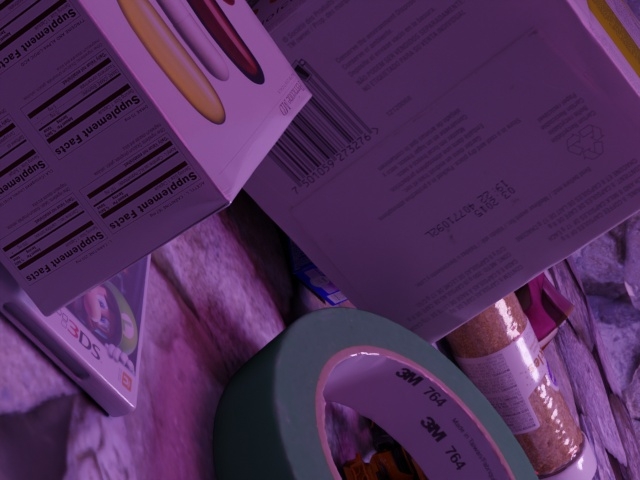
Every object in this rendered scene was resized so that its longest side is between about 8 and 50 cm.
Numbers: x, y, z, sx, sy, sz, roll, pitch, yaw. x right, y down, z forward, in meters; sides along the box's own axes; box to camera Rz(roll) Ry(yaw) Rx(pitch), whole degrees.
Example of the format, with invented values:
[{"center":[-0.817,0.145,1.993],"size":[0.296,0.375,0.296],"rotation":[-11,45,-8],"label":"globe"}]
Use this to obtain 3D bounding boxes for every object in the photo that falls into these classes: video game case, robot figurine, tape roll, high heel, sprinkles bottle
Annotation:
[{"center":[-0.169,-0.005,0.822],"size":[0.173,0.022,0.190],"rotation":[54,23,-40],"label":"video game case"},{"center":[0.101,0.244,1.240],"size":[0.211,0.085,0.291],"rotation":[70,17,4],"label":"robot figurine"},{"center":[0.062,0.204,0.994],"size":[0.321,0.077,0.321],"rotation":[34,32,-25],"label":"tape roll"},{"center":[0.289,0.110,1.979],"size":[0.181,0.127,0.377],"rotation":[42,20,9],"label":"high heel"},{"center":[0.267,0.198,1.718],"size":[0.355,0.121,0.121],"rotation":[62,19,-22],"label":"sprinkles bottle"}]

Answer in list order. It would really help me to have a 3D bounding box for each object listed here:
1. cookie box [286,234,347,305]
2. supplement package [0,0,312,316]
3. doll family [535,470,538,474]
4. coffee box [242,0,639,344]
[{"center":[0.000,0.000,1.281],"size":[0.092,0.040,0.107],"rotation":[42,32,-52],"label":"cookie box"},{"center":[-0.139,-0.105,0.746],"size":[0.203,0.149,0.194],"rotation":[54,25,-14],"label":"supplement package"},{"center":[0.305,0.391,1.514],"size":[0.163,0.118,0.263],"rotation":[101,-18,-56],"label":"doll family"},{"center":[0.113,-0.167,1.205],"size":[0.338,0.338,0.334],"rotation":[46,25,-19],"label":"coffee box"}]
